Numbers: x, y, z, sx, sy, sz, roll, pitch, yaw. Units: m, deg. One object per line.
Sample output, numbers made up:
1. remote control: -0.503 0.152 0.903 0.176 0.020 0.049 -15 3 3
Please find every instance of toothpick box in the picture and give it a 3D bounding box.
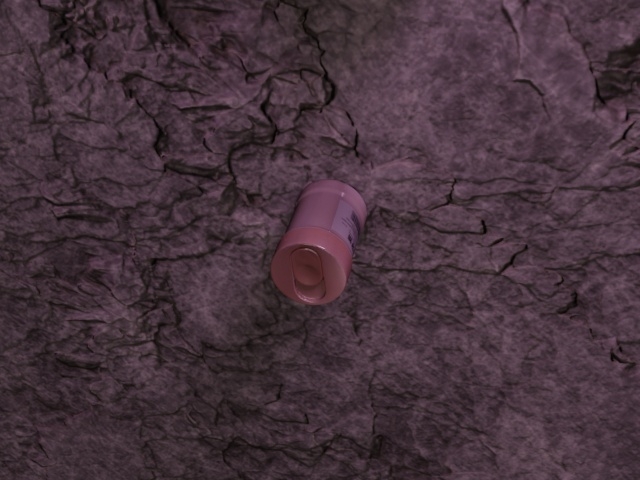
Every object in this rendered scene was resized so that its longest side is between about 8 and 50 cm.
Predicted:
1. toothpick box: 0.000 0.000 1.258 0.098 0.149 0.098 7 127 10
